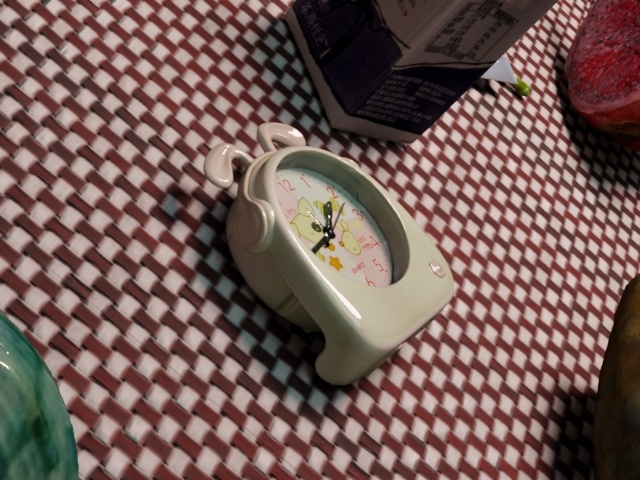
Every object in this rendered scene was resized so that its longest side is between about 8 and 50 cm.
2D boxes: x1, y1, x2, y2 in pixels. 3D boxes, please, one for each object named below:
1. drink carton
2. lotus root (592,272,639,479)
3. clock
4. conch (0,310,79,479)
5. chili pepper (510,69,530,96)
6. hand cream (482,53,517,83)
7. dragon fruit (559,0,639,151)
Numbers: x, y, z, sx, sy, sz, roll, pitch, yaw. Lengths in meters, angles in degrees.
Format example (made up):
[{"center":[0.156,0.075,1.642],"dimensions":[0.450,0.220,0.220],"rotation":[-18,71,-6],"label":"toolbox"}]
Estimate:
[{"center":[0.087,-0.202,1.127],"dimensions":[0.102,0.222,0.134],"rotation":[10,47,-41],"label":"drink carton"},{"center":[0.301,0.191,1.026],"dimensions":[0.267,0.149,0.260],"rotation":[52,34,-24],"label":"lotus root"},{"center":[0.000,0.000,0.968],"dimensions":[0.191,0.062,0.151],"rotation":[49,35,7],"label":"clock"},{"center":[-0.194,0.101,0.590],"dimensions":[0.196,0.134,0.202],"rotation":[39,34,-8],"label":"conch"},{"center":[0.185,-0.179,1.394],"dimensions":[0.083,0.017,0.030],"rotation":[51,26,5],"label":"chili pepper"},{"center":[0.151,-0.227,1.382],"dimensions":[0.065,0.043,0.171],"rotation":[5,51,-27],"label":"hand cream"},{"center":[0.373,-0.194,1.445],"dimensions":[0.147,0.211,0.282],"rotation":[34,27,-27],"label":"dragon fruit"}]
